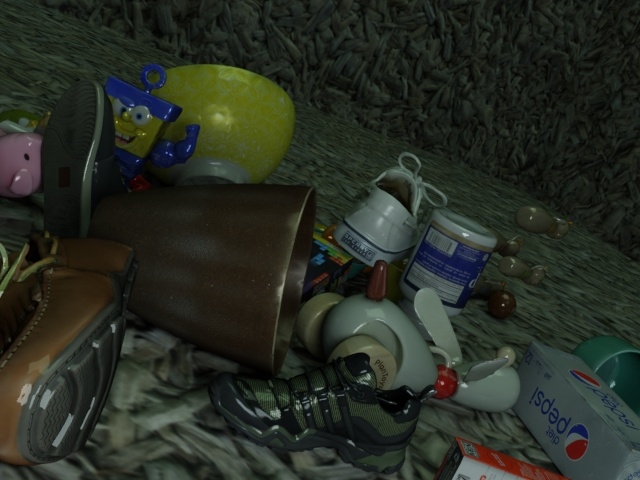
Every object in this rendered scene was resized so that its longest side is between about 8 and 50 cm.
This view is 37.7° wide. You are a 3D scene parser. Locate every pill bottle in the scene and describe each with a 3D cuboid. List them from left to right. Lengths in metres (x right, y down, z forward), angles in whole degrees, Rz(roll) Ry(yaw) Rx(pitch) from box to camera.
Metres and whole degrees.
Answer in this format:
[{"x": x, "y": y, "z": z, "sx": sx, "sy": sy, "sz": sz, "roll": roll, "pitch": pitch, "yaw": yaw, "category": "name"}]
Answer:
[{"x": 0.186, "y": 0.055, "z": 1.455, "sx": 0.112, "sy": 0.186, "sz": 0.112, "roll": 23, "pitch": 14, "yaw": -6, "category": "pill bottle"}]

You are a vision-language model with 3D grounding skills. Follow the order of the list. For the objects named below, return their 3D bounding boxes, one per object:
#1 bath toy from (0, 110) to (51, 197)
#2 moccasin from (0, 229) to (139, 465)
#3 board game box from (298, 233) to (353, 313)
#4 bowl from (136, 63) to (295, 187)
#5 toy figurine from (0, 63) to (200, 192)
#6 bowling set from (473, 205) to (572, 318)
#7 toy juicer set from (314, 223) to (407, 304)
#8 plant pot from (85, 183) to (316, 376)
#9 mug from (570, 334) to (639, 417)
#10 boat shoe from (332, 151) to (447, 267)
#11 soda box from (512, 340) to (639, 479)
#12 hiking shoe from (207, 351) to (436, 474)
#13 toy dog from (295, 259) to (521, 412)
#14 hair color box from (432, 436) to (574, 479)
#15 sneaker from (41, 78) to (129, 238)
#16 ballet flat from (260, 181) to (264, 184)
[{"x": -0.387, "y": -0.092, "z": 1.167, "sx": 0.129, "sy": 0.151, "sz": 0.348, "roll": 54, "pitch": 18, "yaw": -1, "category": "bath toy"}, {"x": -0.241, "y": 0.068, "z": 0.798, "sx": 0.147, "sy": 0.139, "sz": 0.380, "roll": 15, "pitch": 18, "yaw": -12, "category": "moccasin"}, {"x": -0.061, "y": 0.025, "z": 1.348, "sx": 0.170, "sy": 0.048, "sz": 0.141, "roll": 30, "pitch": 34, "yaw": 20, "category": "board game box"}, {"x": -0.185, "y": -0.148, "z": 1.572, "sx": 0.289, "sy": 0.289, "sz": 0.156, "roll": 16, "pitch": 60, "yaw": -32, "category": "bowl"}, {"x": -0.304, "y": -0.179, "z": 1.422, "sx": 0.362, "sy": 0.217, "sz": 0.191, "roll": 27, "pitch": 14, "yaw": 4, "category": "toy figurine"}, {"x": 0.351, "y": 0.066, "z": 1.830, "sx": 0.287, "sy": 0.200, "sz": 0.154, "roll": -18, "pitch": -23, "yaw": 38, "category": "bowling set"}, {"x": 0.000, "y": 0.000, "z": 1.547, "sx": 0.329, "sy": 0.089, "sz": 0.209, "roll": 15, "pitch": 17, "yaw": -33, "category": "toy juicer set"}, {"x": -0.139, "y": 0.022, "z": 1.054, "sx": 0.230, "sy": 0.215, "sz": 0.215, "roll": 12, "pitch": 13, "yaw": 5, "category": "plant pot"}, {"x": 0.437, "y": 0.224, "z": 1.434, "sx": 0.129, "sy": 0.157, "sz": 0.097, "roll": -4, "pitch": 16, "yaw": -15, "category": "mug"}, {"x": 0.121, "y": -0.064, "z": 1.509, "sx": 0.136, "sy": 0.156, "sz": 0.367, "roll": 37, "pitch": 13, "yaw": 8, "category": "boat shoe"}, {"x": 0.347, "y": 0.245, "z": 1.222, "sx": 0.091, "sy": 0.098, "sz": 0.286, "roll": 19, "pitch": 15, "yaw": -19, "category": "soda box"}, {"x": 0.001, "y": 0.152, "z": 0.940, "sx": 0.227, "sy": 0.114, "sz": 0.086, "roll": 19, "pitch": 15, "yaw": -23, "category": "hiking shoe"}, {"x": 0.127, "y": 0.118, "z": 1.182, "sx": 0.220, "sy": 0.161, "sz": 0.334, "roll": 36, "pitch": 18, "yaw": 36, "category": "toy dog"}, {"x": 0.189, "y": 0.260, "z": 0.955, "sx": 0.141, "sy": 0.072, "sz": 0.043, "roll": 23, "pitch": 15, "yaw": -11, "category": "hair color box"}, {"x": -0.276, "y": -0.080, "z": 1.158, "sx": 0.083, "sy": 0.222, "sz": 0.118, "roll": 5, "pitch": -3, "yaw": 28, "category": "sneaker"}, {"x": -0.111, "y": -0.071, "z": 1.682, "sx": 0.067, "sy": 0.073, "sz": 0.206, "roll": 45, "pitch": 0, "yaw": -26, "category": "ballet flat"}]
